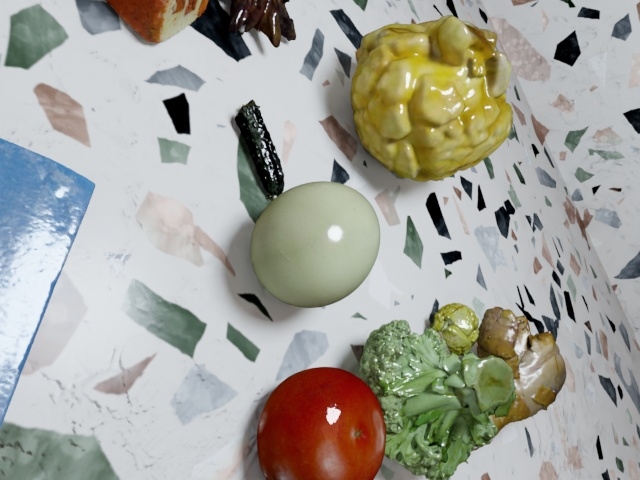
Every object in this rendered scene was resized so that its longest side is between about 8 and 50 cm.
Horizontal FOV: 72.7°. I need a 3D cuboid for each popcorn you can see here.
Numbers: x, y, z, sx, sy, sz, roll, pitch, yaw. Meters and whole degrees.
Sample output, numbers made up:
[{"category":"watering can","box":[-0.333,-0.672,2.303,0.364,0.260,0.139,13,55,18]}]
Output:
[{"category":"popcorn","box":[0.296,0.199,0.976,0.107,0.120,0.116,14,17,-7]},{"category":"popcorn","box":[0.234,-0.307,0.975,0.354,0.344,0.390,-46,140,-4]}]

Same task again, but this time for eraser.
[{"category":"eraser","box":[-0.344,0.040,0.431,0.144,0.043,0.311,27,55,-35]}]

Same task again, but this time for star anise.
[{"category":"star anise","box":[-0.133,-0.496,0.833,0.272,0.103,0.271,22,56,-36]}]

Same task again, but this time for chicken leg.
[{"category":"chicken leg","box":[0.399,0.302,0.985,0.410,0.182,0.294,-28,112,-31]}]

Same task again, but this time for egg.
[{"category":"egg","box":[0.000,0.000,0.689,0.254,0.189,0.188,-35,99,-50]}]

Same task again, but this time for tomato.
[{"category":"tomato","box":[0.008,0.275,0.619,0.195,0.136,0.194,19,61,-39]}]

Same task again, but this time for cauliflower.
[{"category":"cauliflower","box":[0.205,0.264,0.740,0.275,0.250,0.271,6,67,-43]}]

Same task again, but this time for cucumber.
[{"category":"cucumber","box":[-0.102,-0.160,0.762,0.053,0.053,0.181,-23,93,-48]}]

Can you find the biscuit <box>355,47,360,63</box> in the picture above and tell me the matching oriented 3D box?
[{"category":"biscuit","box":[0.172,-0.426,1.165,0.221,0.029,0.141,40,49,-27]}]

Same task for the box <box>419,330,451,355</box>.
[{"category":"box","box":[0.249,0.241,0.940,0.024,0.053,0.083,-21,90,-49]}]

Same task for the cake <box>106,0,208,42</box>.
[{"category":"cake","box":[-0.196,-0.404,0.633,0.159,0.262,0.158,60,43,-37]}]
